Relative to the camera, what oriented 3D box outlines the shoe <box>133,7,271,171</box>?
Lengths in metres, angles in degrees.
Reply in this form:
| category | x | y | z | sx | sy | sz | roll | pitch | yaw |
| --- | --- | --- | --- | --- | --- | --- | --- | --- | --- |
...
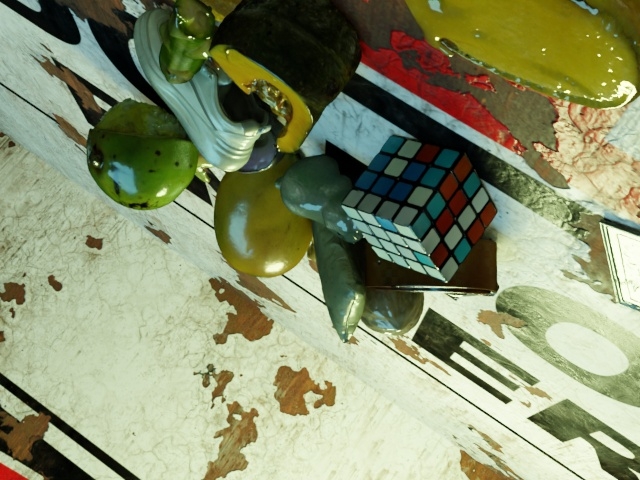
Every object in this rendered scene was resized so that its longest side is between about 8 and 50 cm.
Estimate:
| category | x | y | z | sx | sy | sz | roll | pitch | yaw |
| --- | --- | --- | --- | --- | --- | --- | --- | --- | --- |
| shoe | -0.187 | -0.281 | 1.419 | 0.159 | 0.124 | 0.316 | -27 | 97 | 41 |

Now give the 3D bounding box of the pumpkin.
| category | x | y | z | sx | sy | sz | roll | pitch | yaw |
| --- | --- | --- | --- | --- | --- | --- | --- | --- | --- |
| pumpkin | -0.061 | -0.250 | 1.206 | 0.190 | 0.139 | 0.280 | 34 | 162 | -6 |

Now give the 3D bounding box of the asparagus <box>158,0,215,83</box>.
| category | x | y | z | sx | sy | sz | roll | pitch | yaw |
| --- | --- | --- | --- | --- | --- | --- | --- | --- | --- |
| asparagus | -0.196 | -0.297 | 1.225 | 0.085 | 0.082 | 0.343 | 9 | 176 | -14 |

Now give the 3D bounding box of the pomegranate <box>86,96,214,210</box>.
| category | x | y | z | sx | sy | sz | roll | pitch | yaw |
| --- | --- | --- | --- | --- | --- | --- | --- | --- | --- |
| pomegranate | -0.385 | -0.191 | 1.927 | 0.340 | 0.260 | 0.260 | 8 | -171 | -44 |

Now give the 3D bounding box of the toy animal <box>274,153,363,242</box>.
| category | x | y | z | sx | sy | sz | roll | pitch | yaw |
| --- | --- | --- | --- | --- | --- | --- | --- | --- | --- |
| toy animal | 0.032 | -0.057 | 1.481 | 0.251 | 0.127 | 0.125 | 42 | 167 | 46 |

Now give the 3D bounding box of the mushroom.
| category | x | y | z | sx | sy | sz | roll | pitch | yaw |
| --- | --- | --- | --- | --- | --- | --- | --- | --- | --- |
| mushroom | -0.137 | -0.207 | 1.547 | 0.188 | 0.141 | 0.117 | 36 | -161 | 11 |

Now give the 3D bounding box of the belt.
| category | x | y | z | sx | sy | sz | roll | pitch | yaw |
| --- | --- | --- | --- | --- | --- | --- | --- | --- | --- |
| belt | 0.193 | 0.047 | 1.463 | 0.261 | 0.105 | 0.184 | -3 | 173 | 42 |

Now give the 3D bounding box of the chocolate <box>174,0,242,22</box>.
| category | x | y | z | sx | sy | sz | roll | pitch | yaw |
| --- | --- | --- | --- | --- | --- | --- | --- | --- | --- |
| chocolate | -0.185 | -0.372 | 1.227 | 0.219 | 0.086 | 0.085 | 35 | 164 | 2 |

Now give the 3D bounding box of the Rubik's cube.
| category | x | y | z | sx | sy | sz | roll | pitch | yaw |
| --- | --- | --- | --- | --- | --- | --- | --- | --- | --- |
| Rubik's cube | 0.155 | -0.051 | 1.303 | 0.154 | 0.151 | 0.155 | 22 | 160 | 45 |

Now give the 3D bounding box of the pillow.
| category | x | y | z | sx | sy | sz | roll | pitch | yaw |
| --- | --- | --- | --- | --- | --- | --- | --- | --- | --- |
| pillow | 0.032 | 0.035 | 1.618 | 0.185 | 0.075 | 0.302 | 97 | 165 | -51 |

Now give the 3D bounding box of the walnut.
| category | x | y | z | sx | sy | sz | roll | pitch | yaw |
| --- | --- | --- | --- | --- | --- | --- | --- | --- | --- |
| walnut | 0.133 | 0.097 | 1.693 | 0.178 | 0.178 | 0.230 | 51 | -164 | -43 |

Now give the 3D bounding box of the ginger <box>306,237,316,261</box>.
| category | x | y | z | sx | sy | sz | roll | pitch | yaw |
| --- | --- | --- | --- | --- | --- | --- | --- | --- | --- |
| ginger | 0.002 | -0.003 | 1.931 | 0.118 | 0.065 | 0.299 | 41 | 168 | 9 |

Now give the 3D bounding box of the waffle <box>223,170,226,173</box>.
| category | x | y | z | sx | sy | sz | roll | pitch | yaw |
| --- | --- | --- | --- | --- | --- | --- | --- | --- | --- |
| waffle | -0.180 | -0.178 | 1.831 | 0.234 | 0.055 | 0.221 | 47 | 162 | -19 |

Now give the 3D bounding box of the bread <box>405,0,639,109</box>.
| category | x | y | z | sx | sy | sz | roll | pitch | yaw |
| --- | --- | --- | --- | --- | --- | --- | --- | --- | --- |
| bread | 0.195 | -0.227 | 0.714 | 0.269 | 0.143 | 0.195 | 32 | 166 | 22 |

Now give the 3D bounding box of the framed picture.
| category | x | y | z | sx | sy | sz | roll | pitch | yaw |
| --- | --- | --- | --- | --- | --- | --- | --- | --- | --- |
| framed picture | 0.485 | 0.060 | 1.173 | 0.173 | 0.010 | 0.231 | 24 | 160 | 38 |

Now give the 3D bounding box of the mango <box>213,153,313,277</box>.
| category | x | y | z | sx | sy | sz | roll | pitch | yaw |
| --- | --- | --- | --- | --- | --- | --- | --- | --- | --- |
| mango | -0.114 | -0.058 | 1.715 | 0.173 | 0.211 | 0.317 | -104 | 16 | -47 |
